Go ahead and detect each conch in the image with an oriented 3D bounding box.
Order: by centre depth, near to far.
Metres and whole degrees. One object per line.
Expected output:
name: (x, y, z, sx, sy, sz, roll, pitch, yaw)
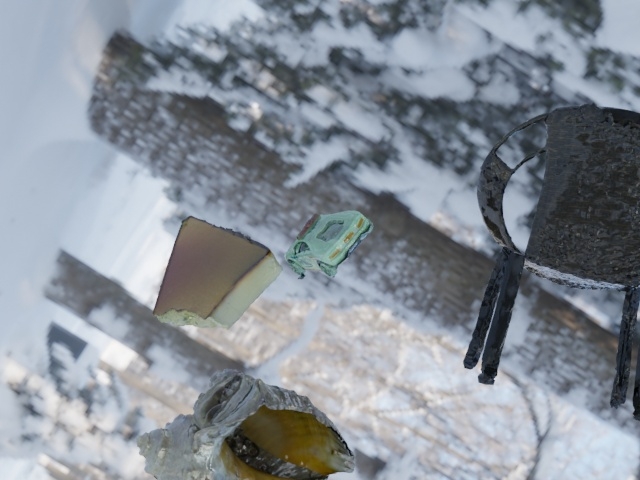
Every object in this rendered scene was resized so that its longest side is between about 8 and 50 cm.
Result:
conch: (-0.070, 0.220, 1.196, 0.178, 0.245, 0.163, -39, -143, 47)

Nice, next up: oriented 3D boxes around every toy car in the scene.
toy car: (0.000, 0.000, 1.484, 0.093, 0.058, 0.186, -51, -163, -15)

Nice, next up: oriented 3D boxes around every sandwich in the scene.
sandwich: (-0.167, 0.054, 1.575, 0.162, 0.058, 0.193, -47, -140, -19)

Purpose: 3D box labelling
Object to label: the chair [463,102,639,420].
chair: (0.189, 0.015, 0.834, 0.149, 0.174, 0.213, -9, 113, -83)
